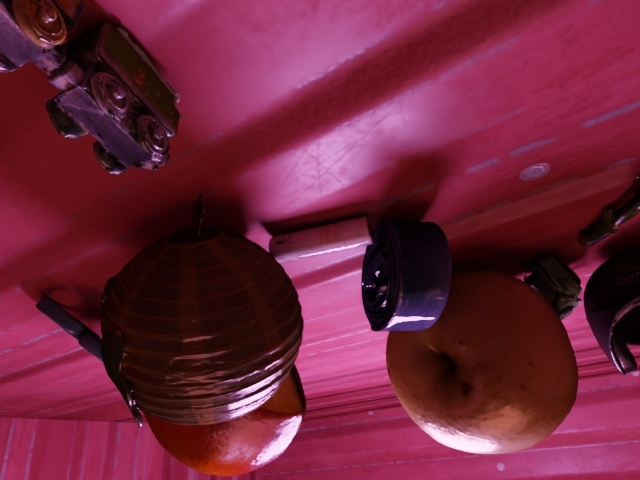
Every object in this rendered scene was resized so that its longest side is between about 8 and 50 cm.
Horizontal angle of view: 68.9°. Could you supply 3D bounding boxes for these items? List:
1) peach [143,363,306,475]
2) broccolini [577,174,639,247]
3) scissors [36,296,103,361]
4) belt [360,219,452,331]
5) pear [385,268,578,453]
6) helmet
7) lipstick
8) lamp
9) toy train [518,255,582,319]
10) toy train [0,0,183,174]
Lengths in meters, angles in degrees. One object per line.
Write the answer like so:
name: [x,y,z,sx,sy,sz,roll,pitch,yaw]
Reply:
peach: [-0.204,0.269,0.860,0.242,0.306,0.380,9,156,-40]
broccolini: [0.404,-0.031,0.613,0.067,0.058,0.216,-6,154,-4]
scissors: [-0.437,0.213,0.930,0.192,0.029,0.447,38,156,-1]
belt: [0.104,0.052,0.636,0.082,0.141,0.190,2,155,-10]
pear: [0.267,0.196,0.784,0.309,0.309,0.309,-4,153,-2]
helmet: [0.538,0.108,0.760,0.189,0.193,0.216,-28,142,26]
lipstick: [0.000,0.000,0.628,0.141,0.040,0.040,-13,152,15]
lamp: [-0.145,0.082,0.571,0.250,0.250,0.284,-2,113,-5]
toy train: [0.408,0.078,0.806,0.081,0.099,0.149,-30,146,0]
toy train: [-0.170,-0.126,0.311,0.060,0.081,0.202,-14,145,17]
